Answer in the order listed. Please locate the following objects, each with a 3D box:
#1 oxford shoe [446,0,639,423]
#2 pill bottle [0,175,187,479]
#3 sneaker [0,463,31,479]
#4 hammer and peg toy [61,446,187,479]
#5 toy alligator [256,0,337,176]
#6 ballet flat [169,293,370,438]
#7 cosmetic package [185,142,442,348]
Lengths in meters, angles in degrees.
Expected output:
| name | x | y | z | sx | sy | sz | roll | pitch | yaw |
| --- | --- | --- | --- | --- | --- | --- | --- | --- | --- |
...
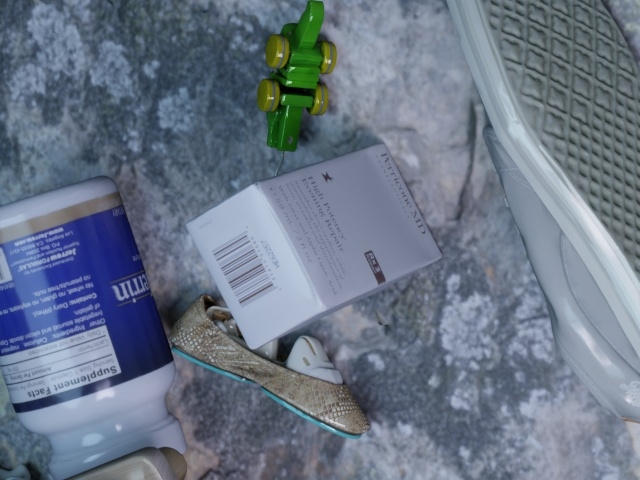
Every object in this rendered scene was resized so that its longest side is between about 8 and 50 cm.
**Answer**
| name | x | y | z | sx | sy | sz | roll | pitch | yaw |
| --- | --- | --- | --- | --- | --- | --- | --- | --- | --- |
| oxford shoe | 0.197 | -0.044 | 1.539 | 0.130 | 0.169 | 0.449 | -28 | 88 | 50 |
| pill bottle | -0.219 | 0.086 | 1.785 | 0.153 | 0.153 | 0.264 | -16 | 94 | 30 |
| sneaker | -0.392 | 0.237 | 1.937 | 0.229 | 0.087 | 0.092 | 14 | 106 | 2 |
| hammer and peg toy | -0.220 | 0.348 | 1.718 | 0.361 | 0.127 | 0.266 | -25 | 98 | 28 |
| toy alligator | -0.029 | -0.120 | 1.698 | 0.051 | 0.056 | 0.189 | -130 | 48 | -60 |
| ballet flat | -0.040 | 0.105 | 1.745 | 0.206 | 0.073 | 0.067 | 24 | 97 | 18 |
| cosmetic package | 0.000 | 0.000 | 1.602 | 0.085 | 0.231 | 0.117 | -29 | 87 | 30 |
